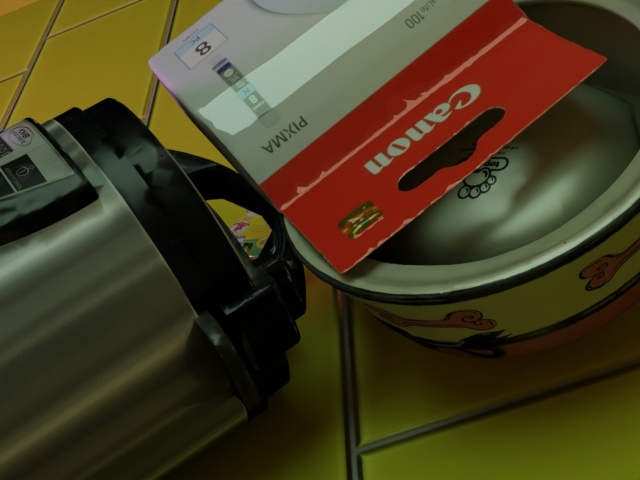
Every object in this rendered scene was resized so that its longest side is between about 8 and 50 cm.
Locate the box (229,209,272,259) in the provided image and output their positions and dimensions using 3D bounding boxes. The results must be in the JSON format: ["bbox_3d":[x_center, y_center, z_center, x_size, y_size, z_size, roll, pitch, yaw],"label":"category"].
[{"bbox_3d":[-0.042,-0.029,1.521,0.105,0.043,0.179,5,39,41],"label":"box"}]

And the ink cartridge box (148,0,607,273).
[{"bbox_3d":[0.033,-0.173,1.155,0.308,0.091,0.385,-39,39,-4],"label":"ink cartridge box"}]

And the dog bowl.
[{"bbox_3d":[0.172,-0.065,1.138,0.408,0.150,0.408,-19,43,18],"label":"dog bowl"}]

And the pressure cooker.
[{"bbox_3d":[-0.229,0.067,1.186,0.420,0.370,0.375,-32,-11,-13],"label":"pressure cooker"}]
